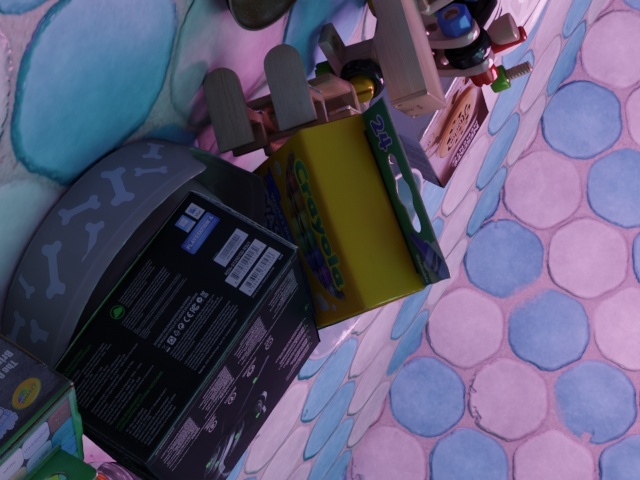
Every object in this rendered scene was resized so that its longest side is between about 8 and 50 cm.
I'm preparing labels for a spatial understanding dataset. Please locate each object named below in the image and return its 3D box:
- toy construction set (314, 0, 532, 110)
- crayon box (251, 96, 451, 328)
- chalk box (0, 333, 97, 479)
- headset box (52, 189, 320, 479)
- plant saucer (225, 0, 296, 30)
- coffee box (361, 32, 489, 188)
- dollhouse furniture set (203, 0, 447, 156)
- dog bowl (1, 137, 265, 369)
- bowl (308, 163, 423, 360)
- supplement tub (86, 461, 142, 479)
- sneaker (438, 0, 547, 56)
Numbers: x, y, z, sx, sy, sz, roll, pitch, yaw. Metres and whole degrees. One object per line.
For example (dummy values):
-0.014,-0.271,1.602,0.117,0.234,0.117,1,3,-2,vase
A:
0.124,-0.274,1.414,0.237,0.258,0.309,-21,157,24,toy construction set
0.006,-0.010,1.192,0.083,0.203,0.323,-17,174,-25,crayon box
-0.289,0.171,0.897,0.132,0.213,0.132,-46,158,-36,chalk box
-0.125,0.129,1.087,0.246,0.131,0.283,-55,162,-17,headset box
-0.049,-0.317,1.095,0.199,0.036,0.199,-51,159,-27,plant saucer
0.178,-0.214,1.743,0.168,0.118,0.297,-60,162,-3,coffee box
0.002,-0.199,1.219,0.212,0.242,0.161,6,69,-71,dollhouse furniture set
-0.200,0.046,1.138,0.349,0.102,0.349,-52,160,-27,dog bowl
0.000,0.000,1.515,0.311,0.163,0.312,-51,159,-28,bowl
-0.274,0.348,1.378,0.117,0.117,0.190,-59,162,-4,supplement tub
0.326,-0.485,1.648,0.257,0.169,0.448,-28,146,-63,sneaker
